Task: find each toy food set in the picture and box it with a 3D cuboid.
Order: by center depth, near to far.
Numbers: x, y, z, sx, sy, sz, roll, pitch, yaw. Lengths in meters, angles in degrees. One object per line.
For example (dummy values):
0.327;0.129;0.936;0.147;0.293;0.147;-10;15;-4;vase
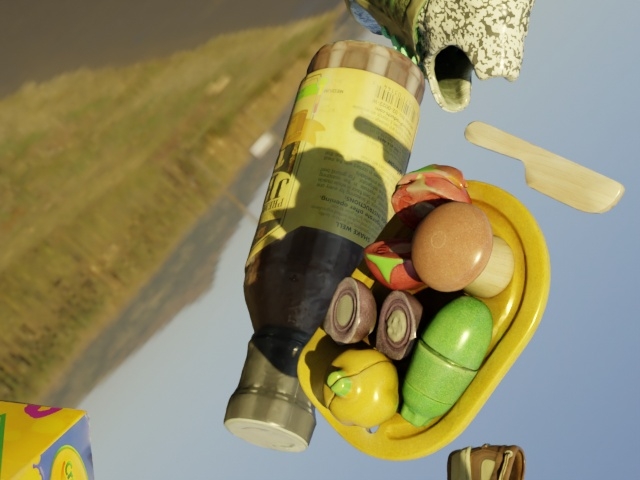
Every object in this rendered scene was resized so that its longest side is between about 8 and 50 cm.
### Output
0.057;0.023;0.771;0.071;0.128;0.218;23;102;-51;toy food set

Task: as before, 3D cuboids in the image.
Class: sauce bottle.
0.000;0.000;1.097;0.111;0.111;0.344;-36;-146;59;sauce bottle

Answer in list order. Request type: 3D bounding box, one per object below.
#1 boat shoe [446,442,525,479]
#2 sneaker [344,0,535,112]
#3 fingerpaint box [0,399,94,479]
0.191;0.328;1.405;0.095;0.095;0.257;-16;-126;20;boat shoe
0.120;-0.232;1.473;0.410;0.158;0.182;-170;-97;-75;sneaker
-0.340;0.422;1.205;0.163;0.445;0.371;4;-158;20;fingerpaint box
